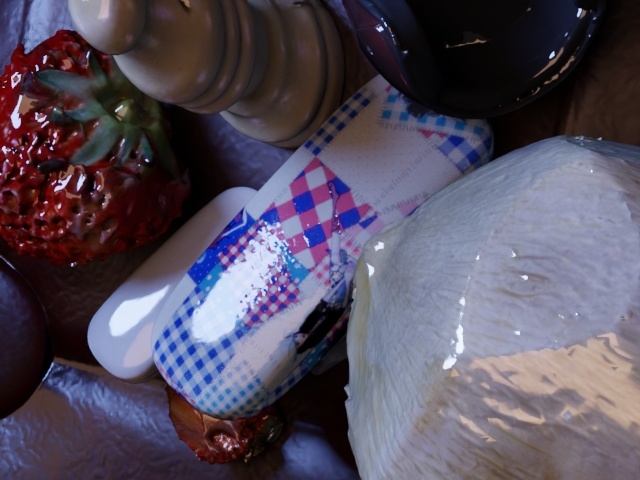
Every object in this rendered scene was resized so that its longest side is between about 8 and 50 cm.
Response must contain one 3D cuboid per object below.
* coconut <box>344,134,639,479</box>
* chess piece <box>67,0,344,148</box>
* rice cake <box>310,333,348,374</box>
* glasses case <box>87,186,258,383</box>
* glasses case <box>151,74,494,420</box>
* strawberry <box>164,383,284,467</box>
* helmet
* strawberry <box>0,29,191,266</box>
[{"bbox_3d":[0.188,0.096,1.337,0.360,0.346,0.346,36,103,11],"label":"coconut"},{"bbox_3d":[-0.094,-0.153,1.490,0.124,0.307,0.139,19,97,24],"label":"chess piece"},{"bbox_3d":[0.087,0.034,1.550,0.270,0.049,0.055,-28,57,21],"label":"rice cake"},{"bbox_3d":[-0.109,0.036,1.614,0.193,0.049,0.074,-45,66,-3],"label":"glasses case"},{"bbox_3d":[0.000,0.000,1.537,0.327,0.076,0.125,-47,59,-3],"label":"glasses case"},{"bbox_3d":[-0.090,0.118,1.629,0.104,0.048,0.152,-33,80,17],"label":"strawberry"},{"bbox_3d":[0.108,-0.199,1.463,0.189,0.193,0.216,-29,101,0],"label":"helmet"},{"bbox_3d":[-0.210,-0.060,1.620,0.187,0.184,0.201,37,132,-15],"label":"strawberry"}]
